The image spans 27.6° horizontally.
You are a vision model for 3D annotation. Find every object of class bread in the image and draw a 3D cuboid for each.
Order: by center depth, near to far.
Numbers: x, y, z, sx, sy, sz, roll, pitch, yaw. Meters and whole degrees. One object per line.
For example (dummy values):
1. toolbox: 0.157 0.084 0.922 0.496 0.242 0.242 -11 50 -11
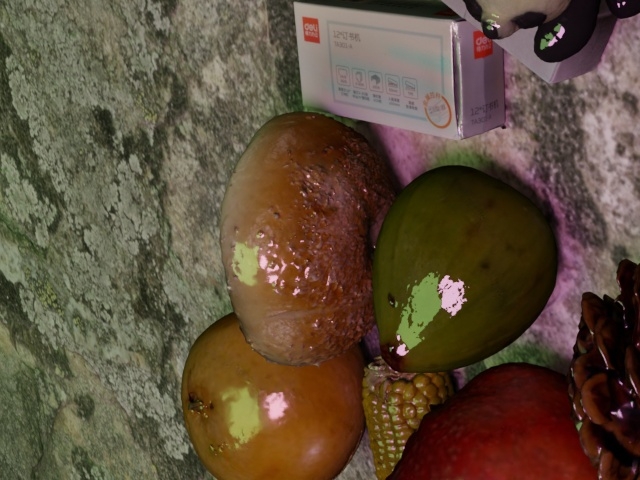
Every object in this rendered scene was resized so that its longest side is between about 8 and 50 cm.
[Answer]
1. bread: 0.000 0.000 1.496 0.159 0.305 0.305 0 109 22

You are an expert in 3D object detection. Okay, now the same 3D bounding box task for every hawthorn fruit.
1. hawthorn fruit: 0.229 0.279 1.358 0.307 0.265 0.265 34 131 30

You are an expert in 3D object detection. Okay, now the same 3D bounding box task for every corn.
1. corn: 0.120 0.276 1.609 0.119 0.119 0.321 12 115 49

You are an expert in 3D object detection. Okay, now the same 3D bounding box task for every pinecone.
1. pinecone: 0.360 0.115 1.148 0.292 0.246 0.246 -21 90 38

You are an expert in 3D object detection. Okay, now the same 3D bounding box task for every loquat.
1. loquat: -0.053 0.204 1.679 0.263 0.263 0.263 27 126 43

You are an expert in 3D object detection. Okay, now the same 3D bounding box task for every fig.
1. fig: 0.137 0.040 1.387 0.203 0.225 0.203 33 152 20

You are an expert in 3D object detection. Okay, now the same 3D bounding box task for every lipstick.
1. lipstick: 0.141 -0.298 1.336 0.371 0.076 0.079 45 136 30

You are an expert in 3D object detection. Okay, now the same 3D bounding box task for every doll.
1. doll: 0.212 -0.257 1.149 0.143 0.234 0.135 47 159 22

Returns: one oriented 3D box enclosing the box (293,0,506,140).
1. box: 0.086 -0.197 1.452 0.269 0.079 0.135 17 121 47
